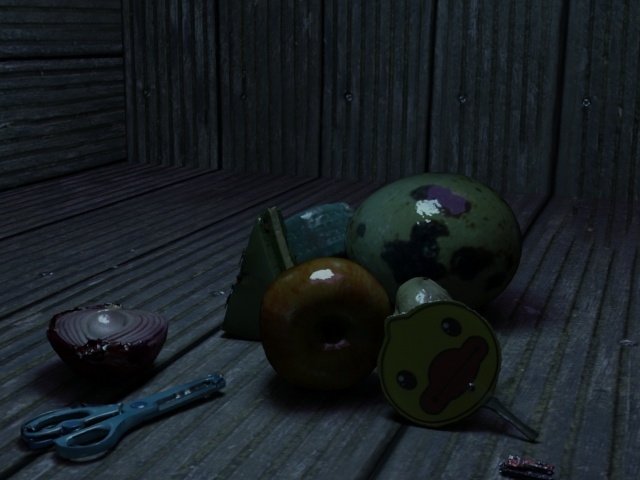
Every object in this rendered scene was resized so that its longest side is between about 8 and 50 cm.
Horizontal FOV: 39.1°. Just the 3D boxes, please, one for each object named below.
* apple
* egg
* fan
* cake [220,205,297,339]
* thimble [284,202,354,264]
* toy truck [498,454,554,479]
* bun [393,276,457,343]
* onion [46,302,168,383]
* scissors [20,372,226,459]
[{"bbox_3d":[0.005,0.154,1.724,0.264,0.264,0.264,1,14,0],"label":"apple"},{"bbox_3d":[0.265,0.005,2.152,0.427,0.345,0.345,9,16,24],"label":"egg"},{"bbox_3d":[0.239,0.240,1.579,0.335,0.229,0.011,38,-7,23],"label":"fan"},{"bbox_3d":[-0.088,0.082,2.001,0.172,0.284,0.158,20,18,9],"label":"cake"},{"bbox_3d":[0.000,0.000,2.325,0.235,0.143,0.198,-24,-12,-2],"label":"thimble"},{"bbox_3d":[0.320,0.356,1.401,0.083,0.024,0.032,10,45,21],"label":"toy truck"},{"bbox_3d":[0.218,0.186,1.738,0.141,0.239,0.239,-31,9,12],"label":"bun"},{"bbox_3d":[-0.417,0.212,1.735,0.227,0.120,0.283,3,11,0],"label":"onion"},{"bbox_3d":[-0.327,0.299,1.575,0.393,0.032,0.180,-14,20,-43],"label":"scissors"}]
